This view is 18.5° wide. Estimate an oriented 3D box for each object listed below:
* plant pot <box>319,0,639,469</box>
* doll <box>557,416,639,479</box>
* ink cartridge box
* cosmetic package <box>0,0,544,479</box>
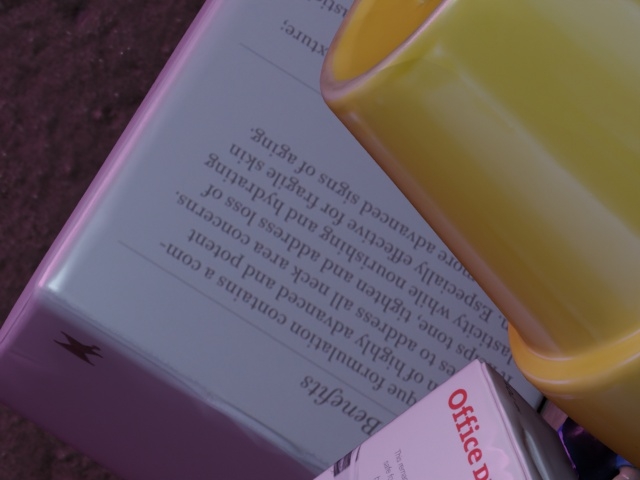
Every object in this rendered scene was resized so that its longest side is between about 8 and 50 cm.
[{"bbox_3d":[0.139,-0.056,0.896,0.254,0.239,0.254,-48,17,19],"label":"plant pot"},{"bbox_3d":[0.150,0.106,1.045,0.189,0.046,0.129,-53,18,27],"label":"doll"},{"bbox_3d":[0.044,0.173,0.988,0.190,0.082,0.140,-36,35,14],"label":"ink cartridge box"},{"bbox_3d":[0.000,0.000,1.437,0.394,0.329,0.327,-60,7,-22],"label":"cosmetic package"}]
